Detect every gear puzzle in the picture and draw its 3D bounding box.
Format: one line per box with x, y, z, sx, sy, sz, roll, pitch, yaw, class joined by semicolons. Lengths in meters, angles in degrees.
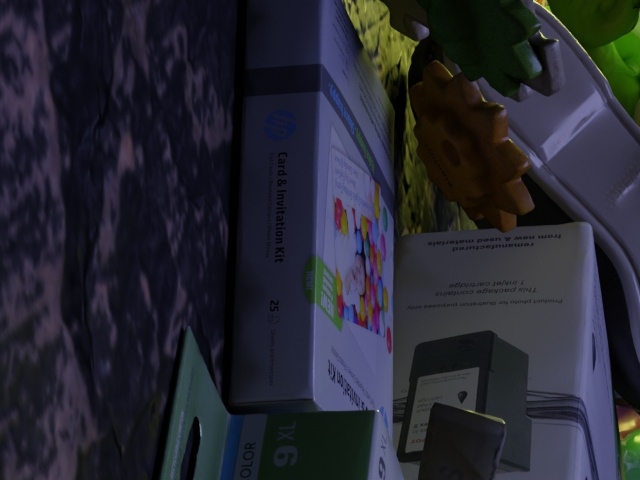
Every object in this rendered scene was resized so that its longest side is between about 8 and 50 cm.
0.030;-0.141;0.831;0.175;0.044;0.339;38;-28;47;gear puzzle

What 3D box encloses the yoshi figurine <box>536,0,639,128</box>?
0.226;-0.134;1.205;0.203;0.203;0.362;48;-3;-26;yoshi figurine

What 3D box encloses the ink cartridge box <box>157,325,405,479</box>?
-0.001;0.134;0.714;0.209;0.062;0.109;71;21;-46;ink cartridge box

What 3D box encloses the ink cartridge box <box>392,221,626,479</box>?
0.089;0.149;0.974;0.273;0.115;0.198;-76;158;-53;ink cartridge box

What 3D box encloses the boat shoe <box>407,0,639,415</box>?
0.170;0.005;1.110;0.335;0.112;0.095;54;-23;-2;boat shoe

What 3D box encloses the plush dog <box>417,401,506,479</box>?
0.014;0.180;0.517;0.210;0.262;0.225;48;13;-12;plush dog

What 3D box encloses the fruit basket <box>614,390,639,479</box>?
0.233;0.145;1.425;0.353;0.165;0.327;-91;169;-50;fruit basket

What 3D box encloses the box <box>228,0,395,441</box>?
0.000;0.000;0.814;0.145;0.038;0.186;57;33;-64;box
